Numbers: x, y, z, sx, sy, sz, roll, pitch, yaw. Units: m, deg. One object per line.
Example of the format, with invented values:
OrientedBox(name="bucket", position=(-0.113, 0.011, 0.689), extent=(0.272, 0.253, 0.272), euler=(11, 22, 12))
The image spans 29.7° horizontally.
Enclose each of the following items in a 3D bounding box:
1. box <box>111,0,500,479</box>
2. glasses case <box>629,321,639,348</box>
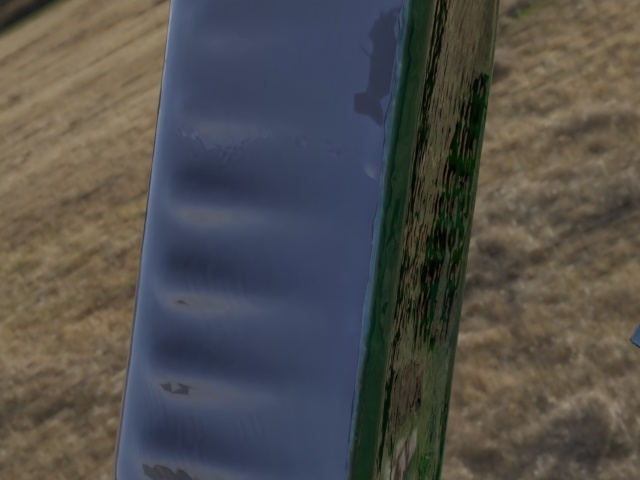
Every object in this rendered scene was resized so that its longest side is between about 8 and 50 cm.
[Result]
OrientedBox(name="box", position=(0.000, 0.000, 0.487), extent=(0.106, 0.337, 0.264), euler=(8, 1, 12))
OrientedBox(name="glasses case", position=(0.399, 0.008, 1.157), extent=(0.056, 0.266, 0.105), euler=(-7, 34, -44))
